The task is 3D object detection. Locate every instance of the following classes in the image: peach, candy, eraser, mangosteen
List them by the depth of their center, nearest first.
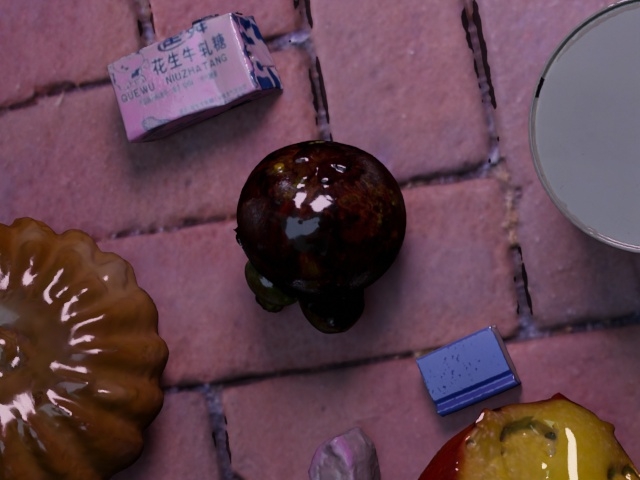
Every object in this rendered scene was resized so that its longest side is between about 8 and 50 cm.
[{"bbox_3d":[0.194,0.305,1.455,0.281,0.281,0.338,8,91,20],"label":"peach"},{"bbox_3d":[0.002,-0.005,1.593,0.173,0.172,0.184,-1,114,20],"label":"mangosteen"},{"bbox_3d":[0.143,0.126,1.599,0.085,0.027,0.063,-26,81,17],"label":"eraser"},{"bbox_3d":[-0.130,-0.166,1.682,0.160,0.073,0.092,-20,87,18],"label":"candy"}]

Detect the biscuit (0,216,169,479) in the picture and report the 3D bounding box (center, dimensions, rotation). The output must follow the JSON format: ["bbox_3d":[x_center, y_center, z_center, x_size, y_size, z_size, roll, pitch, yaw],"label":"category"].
[{"bbox_3d":[-0.315,0.122,1.661,0.326,0.107,0.325,1,68,-3],"label":"biscuit"}]

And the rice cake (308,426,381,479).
[{"bbox_3d":[0.035,0.382,1.608,0.064,0.070,0.399,-7,86,24],"label":"rice cake"}]

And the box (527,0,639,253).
[{"bbox_3d":[0.312,-0.097,1.479,0.226,0.149,0.226,-1,88,20],"label":"box"}]
